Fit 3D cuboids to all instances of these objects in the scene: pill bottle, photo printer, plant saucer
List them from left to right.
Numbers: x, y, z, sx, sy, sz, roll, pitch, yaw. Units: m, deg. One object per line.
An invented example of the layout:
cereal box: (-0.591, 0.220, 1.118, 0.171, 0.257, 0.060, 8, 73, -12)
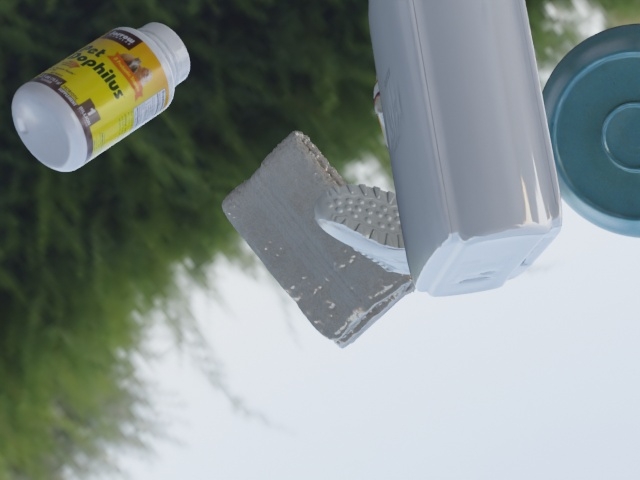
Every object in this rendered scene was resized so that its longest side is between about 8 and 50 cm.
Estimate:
pill bottle: (-0.258, -0.180, 1.923, 0.215, 0.117, 0.117, -40, -170, -37)
photo printer: (0.109, -0.125, 1.301, 0.107, 0.307, 0.256, -8, 169, -4)
plant saucer: (0.460, -0.154, 2.313, 0.317, 0.317, 0.044, -31, 178, 27)

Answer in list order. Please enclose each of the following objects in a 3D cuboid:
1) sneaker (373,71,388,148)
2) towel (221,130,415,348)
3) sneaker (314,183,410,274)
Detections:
sneaker: (0.104, -0.104, 1.710, 0.069, 0.185, 0.084, -15, -136, 26)
towel: (0.000, 0.000, 2.250, 0.187, 0.282, 0.049, -43, 172, 35)
sneaker: (0.086, -0.001, 1.971, 0.095, 0.235, 0.090, -42, -137, 45)
